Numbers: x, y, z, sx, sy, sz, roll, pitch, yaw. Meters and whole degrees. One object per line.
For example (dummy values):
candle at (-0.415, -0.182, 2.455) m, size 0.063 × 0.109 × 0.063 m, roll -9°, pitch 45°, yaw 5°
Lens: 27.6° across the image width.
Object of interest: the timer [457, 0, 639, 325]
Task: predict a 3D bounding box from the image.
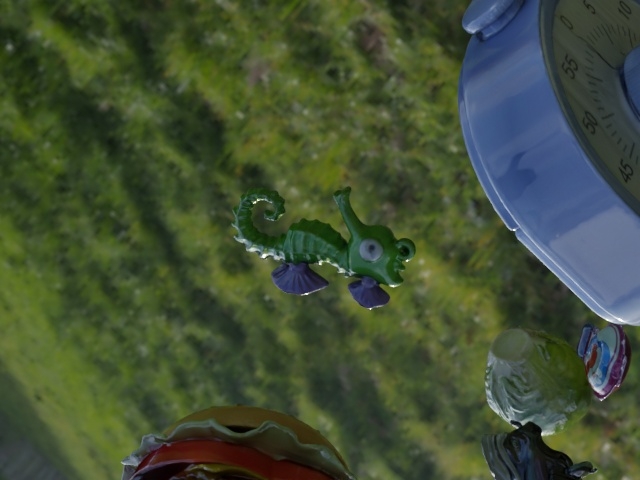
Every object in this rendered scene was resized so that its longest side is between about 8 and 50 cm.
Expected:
timer at (0.310, -0.136, 1.376) m, size 0.395 × 0.395 × 0.173 m, roll 41°, pitch 135°, yaw -16°

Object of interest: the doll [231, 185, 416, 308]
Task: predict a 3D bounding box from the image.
doll at (0.000, 0.000, 1.246) m, size 0.190 × 0.115 × 0.050 m, roll 9°, pitch -163°, yaw 20°

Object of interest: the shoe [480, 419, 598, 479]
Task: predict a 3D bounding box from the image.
shoe at (0.251, 0.264, 1.405) m, size 0.169 × 0.099 × 0.071 m, roll 58°, pitch -170°, yaw 9°

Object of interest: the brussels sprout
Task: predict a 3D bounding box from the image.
brussels sprout at (0.283, 0.189, 1.709) m, size 0.155 × 0.117 × 0.155 m, roll 18°, pitch 145°, yaw 13°

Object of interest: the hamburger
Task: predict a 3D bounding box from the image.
hamburger at (-0.081, 0.287, 1.313) m, size 0.274 × 0.212 × 0.274 m, roll 7°, pitch 136°, yaw 6°

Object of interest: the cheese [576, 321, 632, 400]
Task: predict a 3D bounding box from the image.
cheese at (0.330, 0.133, 1.526) m, size 0.038 × 0.095 × 0.145 m, roll 14°, pitch -171°, yaw -9°
